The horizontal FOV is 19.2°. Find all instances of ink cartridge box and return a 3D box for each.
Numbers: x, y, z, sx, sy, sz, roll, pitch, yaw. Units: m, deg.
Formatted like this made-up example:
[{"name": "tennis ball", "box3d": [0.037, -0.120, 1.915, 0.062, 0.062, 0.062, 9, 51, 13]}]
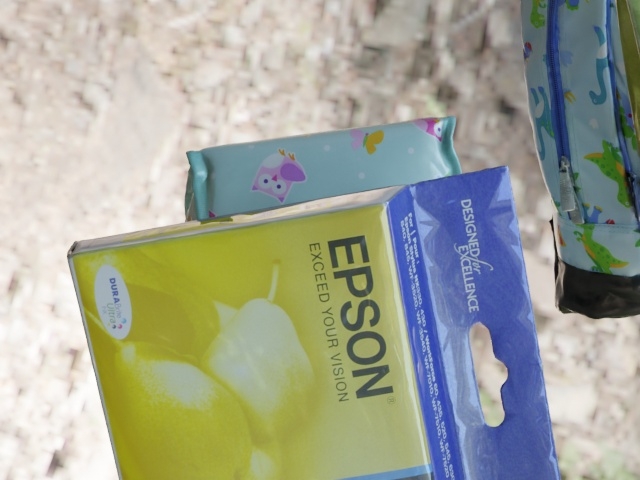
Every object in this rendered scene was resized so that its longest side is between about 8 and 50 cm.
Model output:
[{"name": "ink cartridge box", "box3d": [0.005, 0.122, 1.326, 0.072, 0.307, 0.304, -71, 151, -75]}]

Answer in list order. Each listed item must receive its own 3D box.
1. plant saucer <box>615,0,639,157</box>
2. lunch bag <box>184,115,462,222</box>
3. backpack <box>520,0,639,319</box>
[{"name": "plant saucer", "box3d": [0.183, -0.019, 0.926, 0.241, 0.037, 0.241, -11, 90, -82]}, {"name": "lunch bag", "box3d": [0.000, 0.000, 1.550, 0.262, 0.223, 0.160, 109, -28, -78]}, {"name": "backpack", "box3d": [0.301, -0.140, 1.550, 0.290, 0.273, 0.355, -22, 100, -23]}]
